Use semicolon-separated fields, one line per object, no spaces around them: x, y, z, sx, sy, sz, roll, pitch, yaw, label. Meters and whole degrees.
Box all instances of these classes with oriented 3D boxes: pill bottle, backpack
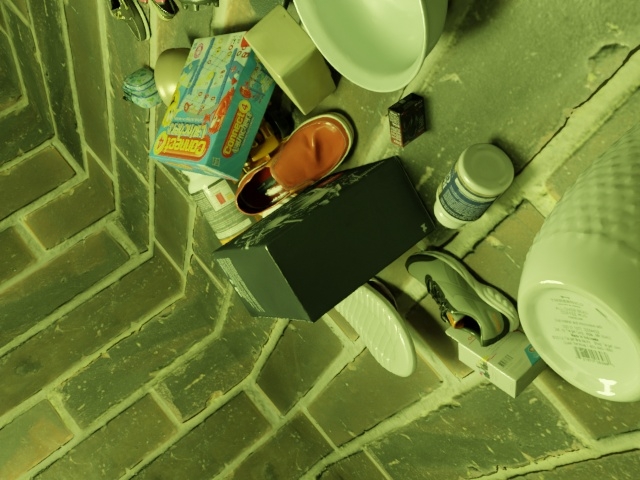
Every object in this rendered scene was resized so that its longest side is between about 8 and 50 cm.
0.255;-0.086;1.278;0.094;0.094;0.169;48;155;11;pill bottle
-0.269;-0.129;2.085;0.278;0.162;0.162;60;155;-15;pill bottle
-0.514;-0.444;2.176;0.114;0.105;0.084;32;150;29;backpack

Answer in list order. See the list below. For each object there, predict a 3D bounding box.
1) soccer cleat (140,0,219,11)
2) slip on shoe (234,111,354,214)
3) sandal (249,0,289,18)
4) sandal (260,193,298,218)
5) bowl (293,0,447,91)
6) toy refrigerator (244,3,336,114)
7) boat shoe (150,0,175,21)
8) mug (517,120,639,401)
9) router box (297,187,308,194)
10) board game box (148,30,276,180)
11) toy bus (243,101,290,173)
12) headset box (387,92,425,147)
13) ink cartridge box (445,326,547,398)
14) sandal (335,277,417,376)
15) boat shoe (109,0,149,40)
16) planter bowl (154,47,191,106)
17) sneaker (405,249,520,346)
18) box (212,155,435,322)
-0.324;-0.596;1.649;0.331;0.116;0.143;24;127;44;soccer cleat
-0.061;-0.154;1.599;0.331;0.101;0.123;-33;106;29;slip on shoe
-0.079;-0.519;1.367;0.097;0.054;0.254;37;142;18;sandal
-0.065;-0.062;1.808;0.265;0.076;0.102;10;139;26;sandal
0.091;-0.386;1.123;0.298;0.134;0.297;41;154;25;bowl
-0.046;-0.328;1.377;0.102;0.094;0.269;50;-177;9;toy refrigerator
-0.403;-0.611;1.820;0.152;0.056;0.049;52;153;-22;boat shoe
0.428;0.032;0.835;0.374;0.328;0.276;21;141;50;mug
-0.086;-0.107;1.925;0.179;0.046;0.133;36;150;33;router box
-0.231;-0.297;1.637;0.086;0.301;0.308;24;175;-35;board game box
-0.146;-0.215;1.794;0.220;0.149;0.211;58;169;-17;toy bus
0.155;-0.211;1.330;0.032;0.062;0.083;34;148;39;headset box
0.352;0.220;1.502;0.181;0.104;0.061;35;149;38;ink cartridge box
0.137;0.166;1.844;0.416;0.102;0.169;47;143;46;sandal
-0.533;-0.635;1.997;0.081;0.069;0.227;21;141;50;boat shoe
-0.313;-0.401;1.835;0.109;0.162;0.162;-3;124;32;planter bowl
0.269;0.112;1.507;0.271;0.108;0.100;37;153;35;sneaker
0.000;0.000;1.553;0.178;0.343;0.312;60;155;-12;box
